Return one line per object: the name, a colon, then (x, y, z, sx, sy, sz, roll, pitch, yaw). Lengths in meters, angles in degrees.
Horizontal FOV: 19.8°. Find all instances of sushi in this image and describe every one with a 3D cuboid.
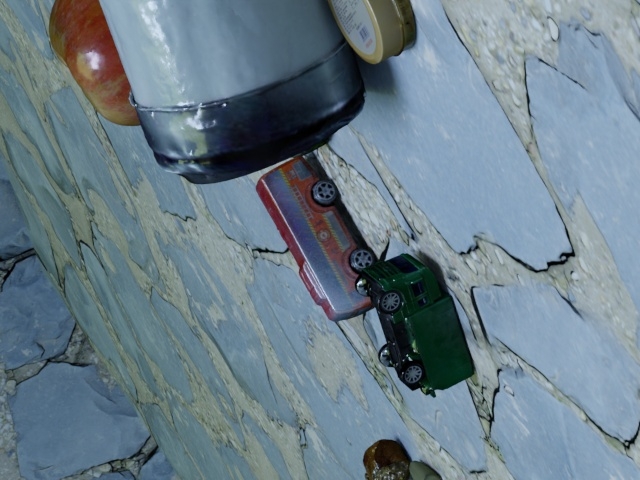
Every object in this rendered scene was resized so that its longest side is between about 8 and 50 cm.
sushi: (0.085, 0.289, 2.316, 0.120, 0.052, 0.055, 101, 154, -63)

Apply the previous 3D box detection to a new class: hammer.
hammer: (0.154, 0.357, 2.254, 0.195, 0.028, 0.060, 67, 170, -21)

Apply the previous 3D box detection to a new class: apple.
apple: (-0.235, -0.243, 2.241, 0.209, 0.164, 0.209, 57, 176, 7)

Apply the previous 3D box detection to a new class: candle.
candle: (-0.101, -0.237, 1.700, 0.221, 0.221, 0.342, 30, 143, 63)

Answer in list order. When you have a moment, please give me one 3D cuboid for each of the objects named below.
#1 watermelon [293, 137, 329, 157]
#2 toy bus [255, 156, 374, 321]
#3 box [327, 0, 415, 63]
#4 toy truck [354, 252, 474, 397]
watermelon: (-0.042, -0.183, 1.922, 0.119, 0.063, 0.245, -117, 7, -59)
toy bus: (0.000, 0.000, 2.042, 0.192, 0.077, 0.065, 61, 167, 8)
box: (0.042, -0.208, 1.622, 0.105, 0.037, 0.105, 54, 163, 26)
toy truck: (0.094, 0.085, 1.874, 0.065, 0.079, 0.147, 38, 153, 59)
